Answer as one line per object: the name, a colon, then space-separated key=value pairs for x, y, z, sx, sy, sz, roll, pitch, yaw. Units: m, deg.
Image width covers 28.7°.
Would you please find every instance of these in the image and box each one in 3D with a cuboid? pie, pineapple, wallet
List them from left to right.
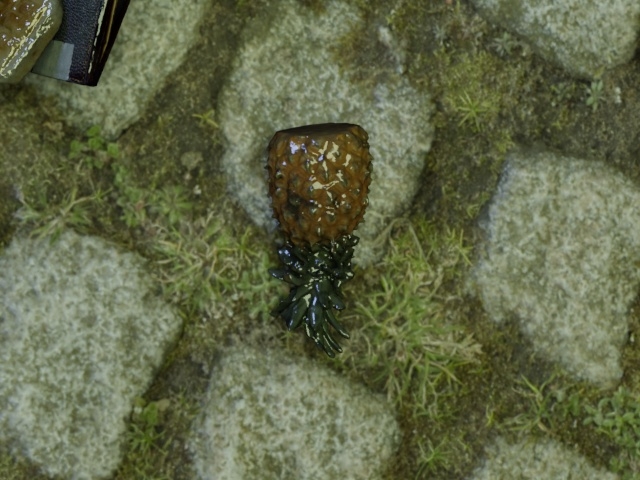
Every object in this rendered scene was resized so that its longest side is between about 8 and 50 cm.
pie: x=-0.446 y=-0.301 z=1.729 sx=0.195 sy=0.046 sz=0.195 roll=-7 pitch=70 yaw=19
wallet: x=-0.331 y=-0.349 z=1.744 sx=0.071 sy=0.221 sz=0.262 roll=18 pitch=90 yaw=-43
pineapple: x=0.000 y=0.000 z=1.848 sx=0.169 sy=0.169 sz=0.341 roll=-4 pitch=99 yaw=-11
